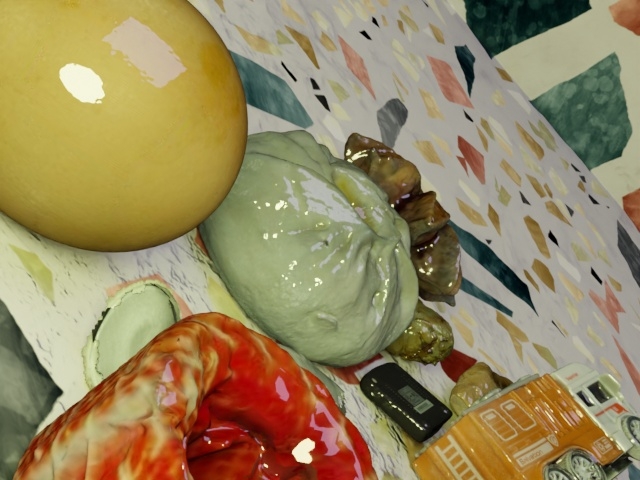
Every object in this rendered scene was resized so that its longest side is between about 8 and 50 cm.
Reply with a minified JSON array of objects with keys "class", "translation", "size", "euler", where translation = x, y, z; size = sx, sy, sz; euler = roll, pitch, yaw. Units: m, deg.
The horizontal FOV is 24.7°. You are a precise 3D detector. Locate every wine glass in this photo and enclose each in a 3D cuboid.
[{"class":"wine glass","translation":[-0.105,0.156,1.611],"size":[0.321,0.143,0.143],"euler":[28,34,-44]}]

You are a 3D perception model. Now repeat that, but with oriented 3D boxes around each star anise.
[{"class":"star anise","translation":[0.116,-0.028,2.185],"size":[0.315,0.108,0.315],"euler":[49,-19,23]}]

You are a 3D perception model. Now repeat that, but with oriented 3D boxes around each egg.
[{"class":"egg","translation":[-0.253,-0.154,1.561],"size":[0.374,0.301,0.301],"euler":[41,26,-21]}]

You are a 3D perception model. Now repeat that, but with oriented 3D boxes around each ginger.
[{"class":"ginger","translation":[0.255,0.241,2.229],"size":[0.190,0.069,0.095],"euler":[25,38,-48]}]

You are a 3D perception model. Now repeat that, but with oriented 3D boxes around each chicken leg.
[{"class":"chicken leg","translation":[0.104,0.100,2.133],"size":[0.228,0.088,0.103],"euler":[45,39,-10]}]

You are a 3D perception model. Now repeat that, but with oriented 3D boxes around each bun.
[{"class":"bun","translation":[0.002,-0.002,1.951],"size":[0.354,0.194,0.354],"euler":[40,29,-28]}]

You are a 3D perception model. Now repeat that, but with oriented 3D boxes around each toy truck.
[{"class":"toy truck","translation":[0.309,0.298,2.079],"size":[0.207,0.173,0.387],"euler":[53,33,16]}]

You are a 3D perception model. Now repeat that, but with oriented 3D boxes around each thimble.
[{"class":"thimble","translation":[-0.106,0.256,1.360],"size":[0.350,0.230,0.350],"euler":[42,25,-25]}]

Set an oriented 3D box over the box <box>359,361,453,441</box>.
[{"class":"box","translation":[0.119,0.220,2.032],"size":[0.125,0.027,0.126],"euler":[42,21,12]}]
